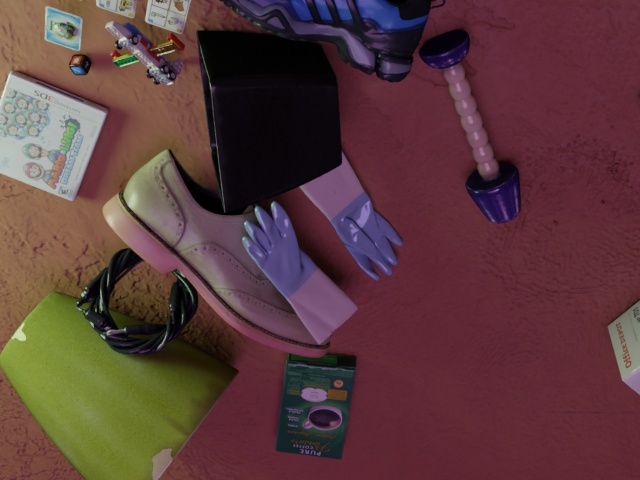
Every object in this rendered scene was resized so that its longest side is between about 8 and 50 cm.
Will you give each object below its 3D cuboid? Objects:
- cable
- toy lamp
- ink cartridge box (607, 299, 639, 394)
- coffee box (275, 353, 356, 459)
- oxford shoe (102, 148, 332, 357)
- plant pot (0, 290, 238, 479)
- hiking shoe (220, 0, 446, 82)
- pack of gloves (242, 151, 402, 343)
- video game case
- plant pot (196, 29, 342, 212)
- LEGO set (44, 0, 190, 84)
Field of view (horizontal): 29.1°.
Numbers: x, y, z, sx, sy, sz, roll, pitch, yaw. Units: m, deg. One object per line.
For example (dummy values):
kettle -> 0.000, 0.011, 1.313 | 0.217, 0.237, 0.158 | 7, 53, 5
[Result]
cable -> -0.251, 0.079, 1.782 | 0.150, 0.184, 0.047 | 35, 145, 13
toy lamp -> 0.209, -0.146, 1.676 | 0.080, 0.080, 0.275 | -19, 117, 14
ink cartridge box -> 0.521, 0.128, 1.788 | 0.082, 0.140, 0.190 | 38, 116, -20
coffee box -> -0.009, 0.261, 1.951 | 0.113, 0.040, 0.184 | 6, 121, 0
oxford shoe -> -0.113, 0.027, 1.764 | 0.397, 0.140, 0.146 | 37, 102, -24
plant pot -> -0.320, 0.216, 1.837 | 0.293, 0.275, 0.275 | 38, 117, 0
hiking shoe -> -0.002, -0.318, 1.578 | 0.304, 0.113, 0.132 | 20, 109, -18
pack of gloves -> 0.000, 0.000, 1.764 | 0.195, 0.046, 0.232 | -43, 119, -12
video game case -> -0.390, -0.145, 1.738 | 0.143, 0.019, 0.157 | 22, 120, -10
plant pot -> -0.065, -0.169, 1.623 | 0.167, 0.188, 0.187 | -8, 121, -6
LEGO set -> -0.261, -0.281, 1.586 | 0.182, 0.060, 0.244 | 18, 151, -4
